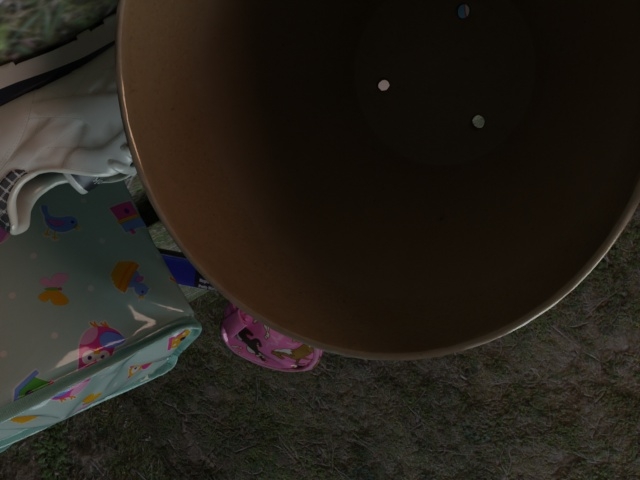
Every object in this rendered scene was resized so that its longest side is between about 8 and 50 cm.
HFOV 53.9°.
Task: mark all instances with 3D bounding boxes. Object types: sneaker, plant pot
[{"bbox_3d":[-0.137,-0.095,0.444,0.235,0.095,0.090,-29,174,-5],"label":"sneaker"},{"bbox_3d":[0.049,-0.099,0.384,0.284,0.284,0.191,-30,-178,30],"label":"plant pot"}]

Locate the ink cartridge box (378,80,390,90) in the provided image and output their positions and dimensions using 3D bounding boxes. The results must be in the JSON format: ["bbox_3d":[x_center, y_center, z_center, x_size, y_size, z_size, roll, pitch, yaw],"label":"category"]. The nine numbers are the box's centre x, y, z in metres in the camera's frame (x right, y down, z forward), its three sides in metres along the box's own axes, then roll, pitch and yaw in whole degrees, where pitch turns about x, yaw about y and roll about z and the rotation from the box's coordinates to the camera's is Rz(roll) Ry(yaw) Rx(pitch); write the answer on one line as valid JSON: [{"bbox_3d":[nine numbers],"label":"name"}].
[{"bbox_3d":[-0.043,-0.073,0.737,0.226,0.131,0.306,-25,-174,-16],"label":"ink cartridge box"}]

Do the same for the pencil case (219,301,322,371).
[{"bbox_3d":[-0.030,0.023,1.022,0.160,0.167,0.386,93,11,-47],"label":"pencil case"}]

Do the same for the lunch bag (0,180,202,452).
[{"bbox_3d":[-0.272,0.056,0.537,0.262,0.223,0.160,-25,168,-31],"label":"lunch bag"}]

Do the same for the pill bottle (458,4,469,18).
[{"bbox_3d":[0.195,-0.249,0.721,0.087,0.087,0.160,-26,176,-14],"label":"pill bottle"}]

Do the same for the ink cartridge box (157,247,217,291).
[{"bbox_3d":[-0.239,0.037,0.948,0.223,0.045,0.224,10,178,4],"label":"ink cartridge box"}]
